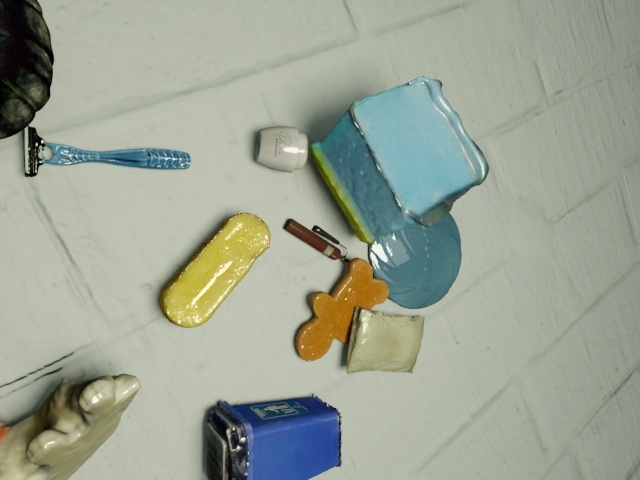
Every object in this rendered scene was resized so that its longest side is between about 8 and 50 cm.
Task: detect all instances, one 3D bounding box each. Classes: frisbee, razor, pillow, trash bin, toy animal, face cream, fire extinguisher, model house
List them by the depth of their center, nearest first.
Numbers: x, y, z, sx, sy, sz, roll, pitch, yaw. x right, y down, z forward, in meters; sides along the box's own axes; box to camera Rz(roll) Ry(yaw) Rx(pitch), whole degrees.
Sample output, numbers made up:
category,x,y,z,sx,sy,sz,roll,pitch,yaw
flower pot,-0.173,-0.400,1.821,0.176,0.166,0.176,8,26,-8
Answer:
category,x,y,z,sx,sy,sz,roll,pitch,yaw
toy animal,-0.430,0.271,0.587,0.266,0.188,0.307,-7,134,-58
razor,-0.353,-0.144,0.705,0.254,0.042,0.081,-3,92,-29
trash bin,-0.087,0.396,0.780,0.235,0.163,0.183,0,90,-33
model house,0.116,-0.129,0.811,0.216,0.303,0.237,-33,93,-31
face cream,-0.078,-0.182,0.820,0.095,0.091,0.091,3,89,-19
fire extinguisher,0.000,0.000,0.894,0.173,0.035,0.048,33,37,-23
pillow,0.156,0.234,0.945,0.230,0.050,0.148,15,93,-36
frisbee,0.249,0.027,1.008,0.290,0.049,0.288,0,89,-27

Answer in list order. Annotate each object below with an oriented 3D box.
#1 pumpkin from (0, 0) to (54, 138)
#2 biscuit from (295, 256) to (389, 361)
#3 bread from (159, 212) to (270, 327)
category,x,y,z,sx,sy,sz,roll,pitch,yaw
pumpkin,-0.494,-0.263,0.505,0.296,0.296,0.295,0,90,-27
biscuit,0.038,0.155,0.899,0.250,0.036,0.165,-47,124,-12
bread,-0.193,0.053,0.761,0.102,0.094,0.245,40,72,-12
